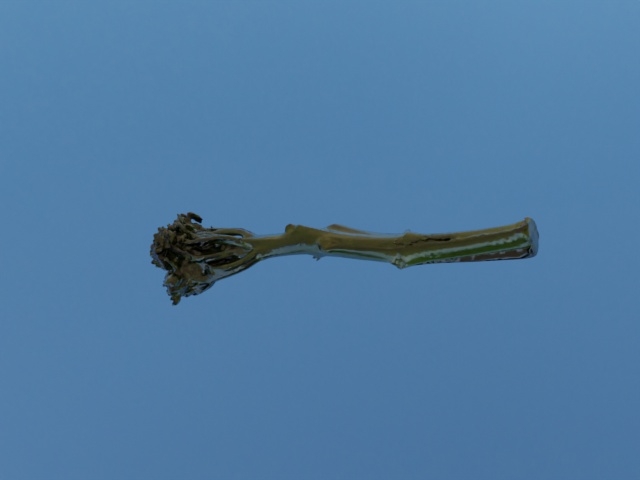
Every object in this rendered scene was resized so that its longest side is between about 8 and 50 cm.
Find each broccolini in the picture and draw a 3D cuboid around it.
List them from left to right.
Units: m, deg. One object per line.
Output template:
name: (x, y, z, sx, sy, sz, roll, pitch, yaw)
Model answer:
broccolini: (0.001, -0.001, 0.463, 0.218, 0.044, 0.042, -7, -169, 35)
